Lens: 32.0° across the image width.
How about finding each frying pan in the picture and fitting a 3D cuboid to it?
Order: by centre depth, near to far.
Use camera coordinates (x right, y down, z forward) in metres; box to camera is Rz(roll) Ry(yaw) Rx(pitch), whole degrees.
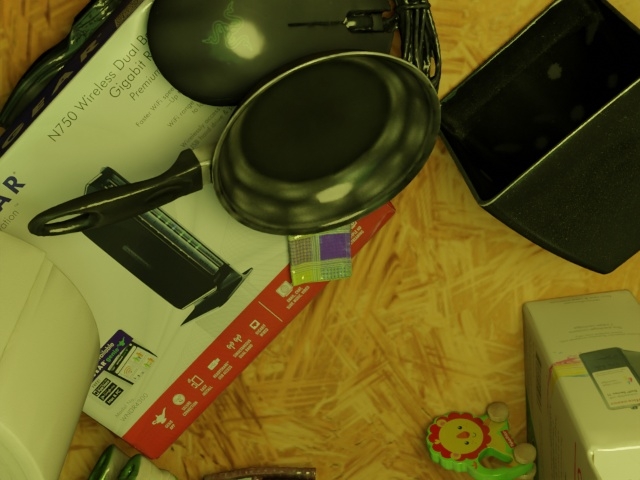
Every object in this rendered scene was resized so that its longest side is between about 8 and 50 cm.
[{"bbox_3d":[-0.054,-0.051,0.917,0.326,0.053,0.197,-28,142,5],"label":"frying pan"}]

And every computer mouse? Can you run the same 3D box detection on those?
[{"bbox_3d":[-0.007,-0.186,0.921,0.272,0.072,0.189,-15,102,-26],"label":"computer mouse"}]

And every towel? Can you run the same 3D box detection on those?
[{"bbox_3d":[0.000,0.000,1.003,0.060,0.009,0.083,-6,113,-13],"label":"towel"}]

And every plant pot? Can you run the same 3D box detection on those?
[{"bbox_3d":[0.235,-0.085,0.994,0.187,0.188,0.167,-40,121,14],"label":"plant pot"}]

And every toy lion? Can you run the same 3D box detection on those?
[{"bbox_3d":[0.161,0.213,1.152,0.096,0.100,0.034,-16,128,-11],"label":"toy lion"}]

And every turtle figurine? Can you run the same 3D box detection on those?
[{"bbox_3d":[-0.125,0.337,1.139,0.266,0.198,0.275,34,105,-21],"label":"turtle figurine"}]

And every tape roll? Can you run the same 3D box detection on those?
[{"bbox_3d":[-0.316,0.124,0.893,0.246,0.169,0.246,4,130,5],"label":"tape roll"}]

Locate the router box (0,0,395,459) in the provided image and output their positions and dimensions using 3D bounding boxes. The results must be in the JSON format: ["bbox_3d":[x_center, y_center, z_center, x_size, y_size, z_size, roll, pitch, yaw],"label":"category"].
[{"bbox_3d":[-0.154,-0.010,1.012,0.301,0.082,0.335,40,97,-25],"label":"router box"}]

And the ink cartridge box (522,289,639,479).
[{"bbox_3d":[0.276,0.213,1.014,0.119,0.353,0.207,-6,113,1],"label":"ink cartridge box"}]

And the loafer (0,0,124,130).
[{"bbox_3d":[-0.225,-0.152,1.012,0.170,0.062,0.061,-41,112,16],"label":"loafer"}]
